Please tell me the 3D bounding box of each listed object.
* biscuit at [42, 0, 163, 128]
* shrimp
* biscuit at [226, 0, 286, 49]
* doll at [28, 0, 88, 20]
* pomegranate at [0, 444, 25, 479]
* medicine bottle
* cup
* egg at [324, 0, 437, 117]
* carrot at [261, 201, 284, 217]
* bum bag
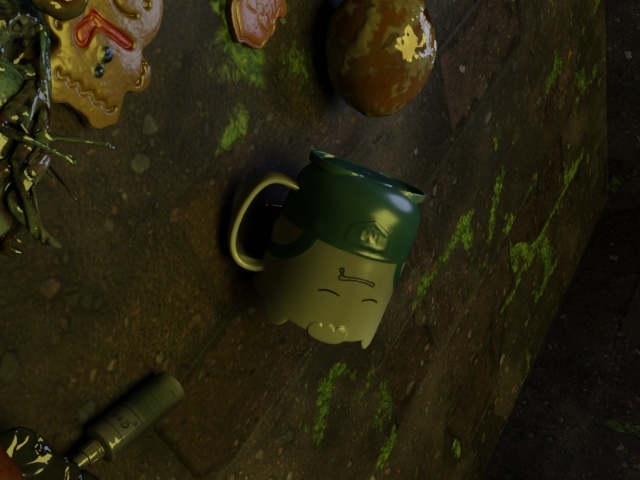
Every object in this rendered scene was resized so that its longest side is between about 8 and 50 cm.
[{"bbox_3d":[-0.251,-0.250,0.842,0.166,0.036,0.225,38,69,-53],"label":"biscuit"},{"bbox_3d":[-0.306,-0.073,0.696,0.137,0.172,0.371,-18,108,-59],"label":"shrimp"},{"bbox_3d":[-0.094,-0.345,1.058,0.130,0.019,0.102,-56,140,-28],"label":"biscuit"},{"bbox_3d":[-0.211,-0.373,0.733,0.330,0.174,0.235,-37,103,-35],"label":"doll"},{"bbox_3d":[-0.387,0.271,0.543,0.338,0.338,0.338,-24,120,-51],"label":"pomegranate"},{"bbox_3d":[-0.272,0.255,0.960,0.199,0.058,0.057,-36,129,-44],"label":"medicine bottle"},{"bbox_3d":[0.000,0.000,1.124,0.290,0.219,0.257,18,104,-17],"label":"cup"},{"bbox_3d":[0.103,-0.324,1.207,0.195,0.195,0.233,-26,118,-50],"label":"egg"},{"bbox_3d":[-0.032,-0.041,1.236,0.216,0.048,0.048,17,86,-52],"label":"carrot"},{"bbox_3d":[-0.335,0.328,0.856,0.142,0.080,0.326,-36,134,-10],"label":"bum bag"}]
